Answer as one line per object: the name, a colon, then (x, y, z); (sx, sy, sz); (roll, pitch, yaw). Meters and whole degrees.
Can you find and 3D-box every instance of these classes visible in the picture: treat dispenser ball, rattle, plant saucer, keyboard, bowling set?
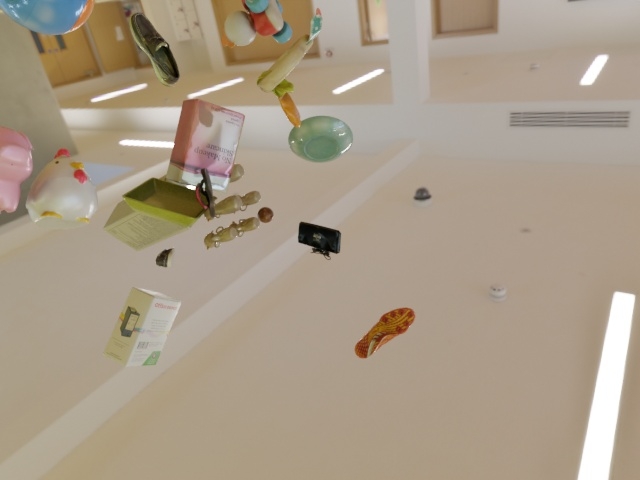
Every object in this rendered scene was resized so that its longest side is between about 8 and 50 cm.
treat dispenser ball: (-0.834, -0.773, 1.391); (0.288, 0.288, 0.288); (-8, -152, 4)
rattle: (-0.028, -0.363, 0.987); (0.200, 0.143, 0.130); (-43, -173, 5)
plant saucer: (0.002, -0.284, 1.373); (0.195, 0.195, 0.037); (-7, -122, 6)
plant saucer: (-0.381, -0.093, 1.191); (0.188, 0.045, 0.188); (17, -158, -3)
keyboard: (0.000, 0.000, 1.500); (0.038, 0.100, 0.192); (-1, -167, -43)
bowling set: (-0.266, -0.079, 1.489); (0.154, 0.200, 0.287); (-16, -122, 35)

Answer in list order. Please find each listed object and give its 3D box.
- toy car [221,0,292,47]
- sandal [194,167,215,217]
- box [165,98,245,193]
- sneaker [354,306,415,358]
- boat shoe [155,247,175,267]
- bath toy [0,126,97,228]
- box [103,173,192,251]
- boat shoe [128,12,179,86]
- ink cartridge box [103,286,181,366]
toy car: (-0.263, -0.777, 1.625); (0.238, 0.210, 0.219); (-27, 162, 15)
sandal: (-0.275, -0.105, 1.101); (0.040, 0.179, 0.067); (-7, -114, -12)
box: (-0.326, -0.264, 1.312); (0.149, 0.232, 0.127); (10, -175, -35)
sneaker: (0.152, 0.216, 1.117); (0.175, 0.064, 0.067); (-38, 171, 12)
boat shoe: (-0.384, 0.044, 1.150); (0.038, 0.046, 0.125); (6, -171, -13)
bath toy: (-0.459, -0.106, 0.620); (0.151, 0.129, 0.348); (-11, 165, 26)
box: (-0.537, -0.081, 1.477); (0.311, 0.148, 0.121); (-16, -134, 37)
boat shoe: (-0.492, -0.584, 1.406); (0.073, 0.223, 0.080); (-3, -150, 44)
ink cartridge box: (-0.529, 0.260, 1.396); (0.093, 0.212, 0.154); (20, 173, 18)
